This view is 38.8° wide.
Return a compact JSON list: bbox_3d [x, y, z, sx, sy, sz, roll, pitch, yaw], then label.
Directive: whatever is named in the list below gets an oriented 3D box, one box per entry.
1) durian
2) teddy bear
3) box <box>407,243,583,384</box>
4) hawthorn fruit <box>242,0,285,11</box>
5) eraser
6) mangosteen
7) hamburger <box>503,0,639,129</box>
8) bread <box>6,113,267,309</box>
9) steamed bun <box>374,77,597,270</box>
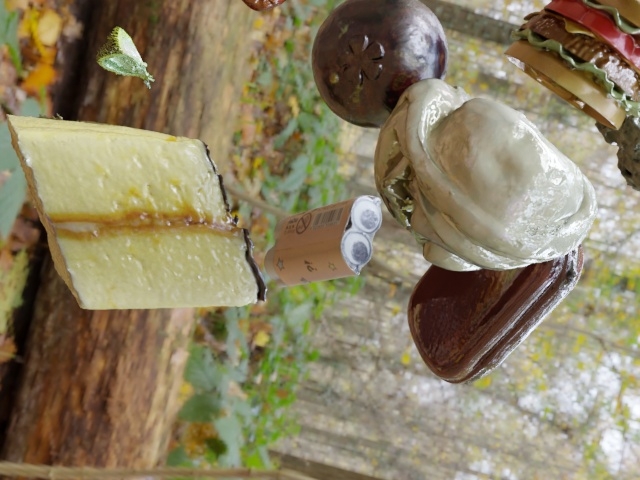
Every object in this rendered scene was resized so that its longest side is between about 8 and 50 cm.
[{"bbox_3d":[-0.404,-0.372,1.881,0.086,0.100,0.215,-47,172,-1],"label":"durian"},{"bbox_3d":[0.680,-0.223,1.820,0.224,0.367,0.357,-44,157,27],"label":"teddy bear"},{"bbox_3d":[0.320,0.086,1.721,0.404,0.108,0.263,-53,-139,30],"label":"box"},{"bbox_3d":[-0.072,-0.334,1.132,0.093,0.093,0.093,-165,-90,-88],"label":"hawthorn fruit"},{"bbox_3d":[0.000,0.000,1.888,0.290,0.087,0.171,-13,-128,54],"label":"eraser"},{"bbox_3d":[0.104,-0.308,1.559,0.289,0.231,0.231,-51,157,-76],"label":"mangosteen"},{"bbox_3d":[0.477,-0.342,1.569,0.212,0.274,0.274,-56,-174,12],"label":"hamburger"},{"bbox_3d":[-0.326,-0.056,1.603,0.242,0.405,0.345,-136,-139,-70],"label":"bread"},{"bbox_3d":[0.230,-0.074,1.396,0.247,0.352,0.339,-51,144,3],"label":"steamed bun"}]
